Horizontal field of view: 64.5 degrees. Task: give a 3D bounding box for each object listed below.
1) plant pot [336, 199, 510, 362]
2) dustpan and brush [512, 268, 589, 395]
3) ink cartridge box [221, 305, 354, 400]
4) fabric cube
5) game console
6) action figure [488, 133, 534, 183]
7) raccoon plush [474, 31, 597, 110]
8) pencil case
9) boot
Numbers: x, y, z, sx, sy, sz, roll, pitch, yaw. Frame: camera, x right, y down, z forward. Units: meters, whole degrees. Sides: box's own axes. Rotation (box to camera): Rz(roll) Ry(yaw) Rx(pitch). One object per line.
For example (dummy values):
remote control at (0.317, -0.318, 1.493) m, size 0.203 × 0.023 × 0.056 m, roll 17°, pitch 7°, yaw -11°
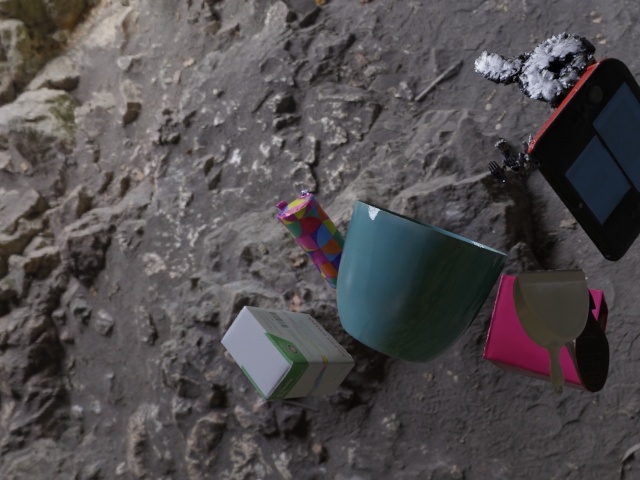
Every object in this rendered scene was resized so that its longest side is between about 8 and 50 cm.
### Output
plant pot at (0.162, 0.082, 0.944) m, size 0.293 × 0.293 × 0.235 m, roll 27°, pitch 100°, yaw 40°
dustpan and brush at (0.409, 0.161, 0.885) m, size 0.060 × 0.148 × 0.211 m, roll 130°, pitch 137°, yaw -67°
ink cartridge box at (-0.056, 0.212, 0.962) m, size 0.154 × 0.212 × 0.093 m, roll 42°, pitch 105°, yaw 33°
fabric cube at (0.646, 0.268, 1.439) m, size 0.258 × 0.259 × 0.254 m, roll 8°, pitch 75°, yaw 35°
game console at (0.687, -0.193, 1.198) m, size 0.386 × 0.342 × 0.060 m, roll 45°, pitch 164°, yaw -18°
action figure at (0.697, -0.297, 1.758) m, size 0.164 × 0.276 × 0.140 m, roll -13°, pitch 104°, yaw 45°
raccoon plush at (0.768, -0.528, 1.643) m, size 0.446 × 0.299 × 0.216 m, roll 48°, pitch 116°, yaw 44°
pencil case at (0.000, 0.000, 1.151) m, size 0.104 × 0.104 × 0.236 m, roll -13°, pitch 120°, yaw 48°
boot at (0.530, 0.203, 1.063) m, size 0.106 × 0.082 × 0.219 m, roll 124°, pitch 144°, yaw -73°
